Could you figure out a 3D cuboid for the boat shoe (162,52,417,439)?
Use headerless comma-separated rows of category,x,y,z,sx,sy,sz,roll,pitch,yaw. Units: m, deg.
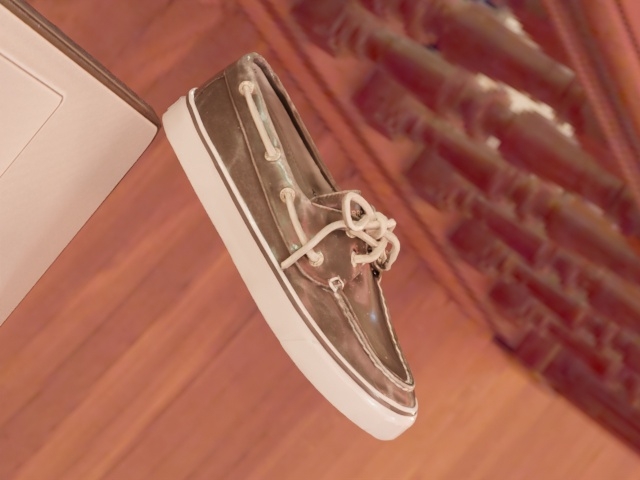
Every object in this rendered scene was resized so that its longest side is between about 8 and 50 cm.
boat shoe,0.001,0.000,1.202,0.105,0.306,0.113,-35,164,18

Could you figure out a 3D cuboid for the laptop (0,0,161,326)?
laptop,-0.132,0.156,0.423,0.408,0.236,0.382,-51,172,0
